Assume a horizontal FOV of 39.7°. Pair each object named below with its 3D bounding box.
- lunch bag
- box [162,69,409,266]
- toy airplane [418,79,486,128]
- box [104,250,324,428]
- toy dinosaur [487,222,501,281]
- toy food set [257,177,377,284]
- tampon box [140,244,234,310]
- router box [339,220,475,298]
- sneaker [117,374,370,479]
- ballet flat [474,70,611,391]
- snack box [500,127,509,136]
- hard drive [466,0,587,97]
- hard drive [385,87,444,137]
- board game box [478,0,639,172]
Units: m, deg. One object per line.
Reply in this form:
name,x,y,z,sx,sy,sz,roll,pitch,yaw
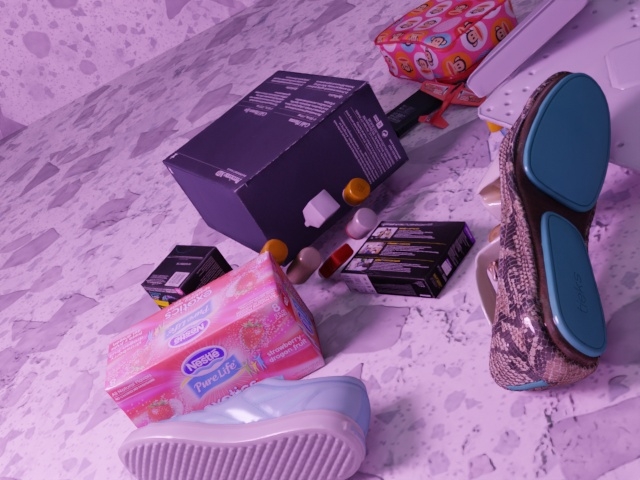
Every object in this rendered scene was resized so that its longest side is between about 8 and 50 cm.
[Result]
lunch bag,0.284,-0.454,1.923,0.258,0.120,0.293,-39,29,-13
box,-0.073,-0.149,1.654,0.312,0.179,0.343,-40,29,-15
toy airplane,0.252,-0.271,1.757,0.151,0.028,0.151,-10,45,10
box,-0.164,0.169,1.363,0.300,0.154,0.142,-28,29,6
toy dinosaur,0.294,-0.021,1.312,0.092,0.053,0.183,-10,36,38
toy food set,0.000,0.000,1.480,0.232,0.111,0.104,-42,-4,-30
tampon box,-0.196,0.100,1.493,0.120,0.161,0.101,1,43,47
router box,0.136,0.027,1.399,0.179,0.046,0.133,3,44,46
sneaker,-0.095,0.259,1.201,0.366,0.135,0.150,-9,28,22
ballet flat,0.278,-0.020,1.172,0.182,0.164,0.483,-33,35,46
snack box,0.460,-0.243,1.483,0.322,0.060,0.187,-27,32,9
hard drive,0.381,-0.378,1.600,0.233,0.047,0.353,-43,3,25
hard drive,0.189,-0.267,1.827,0.135,0.022,0.094,-38,29,-9
board game box,0.505,-0.262,1.364,0.390,0.050,0.390,-44,39,-12
